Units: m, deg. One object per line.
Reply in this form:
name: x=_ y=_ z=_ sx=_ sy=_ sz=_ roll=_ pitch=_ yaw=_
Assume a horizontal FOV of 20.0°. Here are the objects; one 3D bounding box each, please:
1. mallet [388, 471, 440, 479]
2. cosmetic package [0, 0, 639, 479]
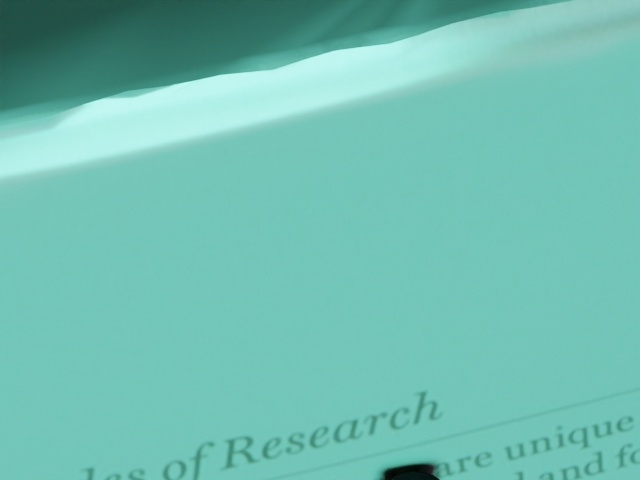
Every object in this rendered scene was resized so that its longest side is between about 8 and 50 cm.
mallet: x=0.037 y=0.149 z=0.591 sx=0.062 sy=0.039 sz=0.190 roll=0 pitch=126 yaw=-12
cosmetic package: x=0.000 y=0.000 z=0.697 sx=0.327 sy=0.329 sz=0.394 roll=-13 pitch=130 yaw=-2
